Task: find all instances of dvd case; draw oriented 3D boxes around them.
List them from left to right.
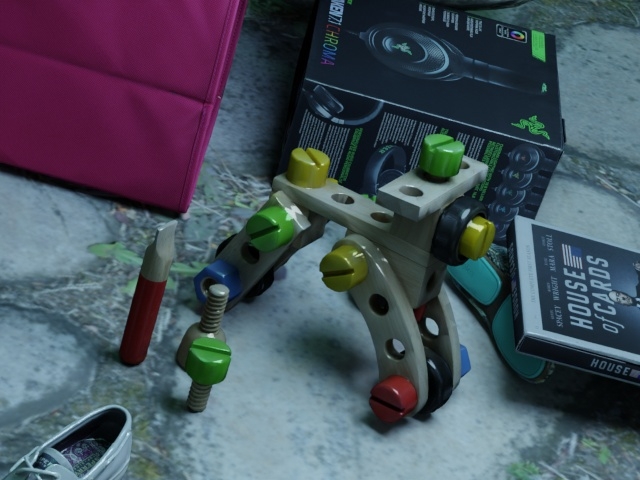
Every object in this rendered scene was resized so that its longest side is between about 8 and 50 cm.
[{"bbox_3d":[0.285,0.067,1.556,0.238,0.030,0.179,16,35,-8],"label":"dvd case"}]

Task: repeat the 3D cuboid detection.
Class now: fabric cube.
[{"bbox_3d":[-0.206,-0.217,1.648,0.258,0.259,0.254,15,32,-4],"label":"fabric cube"}]

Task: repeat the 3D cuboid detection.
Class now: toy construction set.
[{"bbox_3d":[0.000,0.000,1.445,0.308,0.237,0.257,-7,41,-32],"label":"toy construction set"}]

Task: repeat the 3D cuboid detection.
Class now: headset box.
[{"bbox_3d":[0.112,-0.134,1.788,0.283,0.131,0.246,16,34,-4],"label":"headset box"}]

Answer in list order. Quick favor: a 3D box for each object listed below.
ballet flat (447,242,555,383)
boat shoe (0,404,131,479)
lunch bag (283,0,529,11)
[{"bbox_3d":[0.183,0.062,1.602,0.070,0.070,0.188,-2,41,-27],"label":"ballet flat"},{"bbox_3d":[-0.197,0.176,1.255,0.066,0.063,0.184,34,36,23],"label":"boat shoe"},{"bbox_3d":[0.099,-0.348,1.937,0.305,0.213,0.256,3,20,35],"label":"lunch bag"}]
